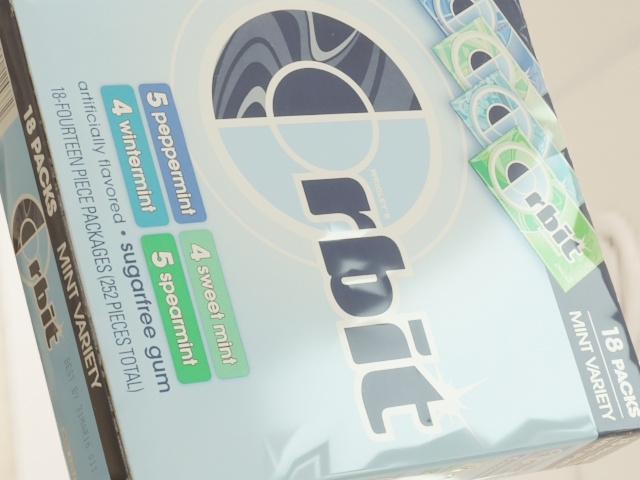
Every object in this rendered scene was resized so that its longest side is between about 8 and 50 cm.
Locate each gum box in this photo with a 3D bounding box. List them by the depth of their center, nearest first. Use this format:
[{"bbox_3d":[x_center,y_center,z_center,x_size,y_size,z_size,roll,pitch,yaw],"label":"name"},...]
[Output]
[{"bbox_3d":[0.000,0.000,0.596,0.041,0.184,0.157,-39,-118,52],"label":"gum box"}]
